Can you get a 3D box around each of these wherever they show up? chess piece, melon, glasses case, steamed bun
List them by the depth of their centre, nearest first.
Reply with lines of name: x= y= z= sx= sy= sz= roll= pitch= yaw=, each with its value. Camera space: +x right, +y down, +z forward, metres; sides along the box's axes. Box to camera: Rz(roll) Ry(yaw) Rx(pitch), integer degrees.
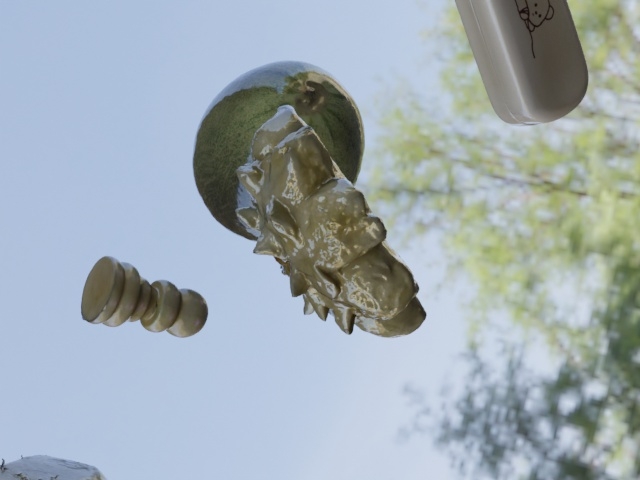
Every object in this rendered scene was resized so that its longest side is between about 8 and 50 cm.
glasses case: x=0.148 y=-0.185 z=1.133 sx=0.083 sy=0.050 sz=0.196 roll=-32 pitch=-72 yaw=-29
steamed bun: x=0.000 y=0.000 z=1.636 sx=0.292 sy=0.137 sz=0.295 roll=55 pitch=179 yaw=-19
chess piece: x=-0.234 y=0.087 z=2.003 sx=0.170 sy=0.094 sz=0.094 roll=19 pitch=-98 yaw=-34
melon: x=-0.061 y=-0.132 z=2.155 sx=0.248 sy=0.249 sz=0.329 roll=-65 pitch=8 yaw=-32

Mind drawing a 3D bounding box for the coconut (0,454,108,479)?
coconut: x=-0.251 y=0.341 z=1.364 sx=0.245 sy=0.247 sz=0.245 roll=-40 pitch=-12 yaw=-11
